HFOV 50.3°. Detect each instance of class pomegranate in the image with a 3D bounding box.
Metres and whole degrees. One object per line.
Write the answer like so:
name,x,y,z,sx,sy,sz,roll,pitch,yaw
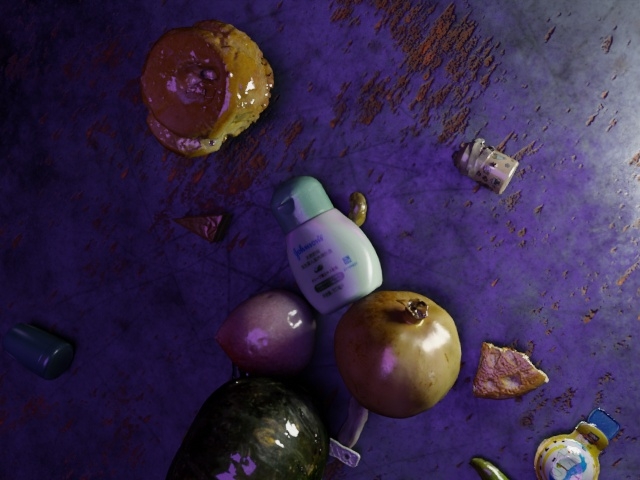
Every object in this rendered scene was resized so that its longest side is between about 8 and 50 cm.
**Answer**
pomegranate,0.182,0.257,1.613,0.319,0.319,0.319,1,95,15

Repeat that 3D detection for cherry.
cherry,-0.128,0.243,1.730,0.206,0.239,0.239,16,100,38

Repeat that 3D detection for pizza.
pizza,0.442,0.317,1.675,0.182,0.062,0.161,-31,93,21

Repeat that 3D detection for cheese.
cheese,0.615,0.515,1.640,0.156,0.064,0.250,39,91,8
cheese,-0.012,0.523,1.811,0.255,0.050,0.127,23,100,17

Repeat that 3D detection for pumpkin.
pumpkin,-0.167,0.532,1.608,0.344,0.454,0.454,28,102,6

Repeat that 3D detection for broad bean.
broad bean,0.497,0.674,1.686,0.339,0.061,0.077,43,97,7

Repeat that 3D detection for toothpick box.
toothpick box,-0.832,0.320,1.995,0.184,0.120,0.120,23,101,15

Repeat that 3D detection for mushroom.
mushroom,0.097,0.458,1.787,0.059,0.054,0.202,27,107,32

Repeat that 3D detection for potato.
potato,0.095,-0.079,1.739,0.046,0.045,0.092,8,97,54

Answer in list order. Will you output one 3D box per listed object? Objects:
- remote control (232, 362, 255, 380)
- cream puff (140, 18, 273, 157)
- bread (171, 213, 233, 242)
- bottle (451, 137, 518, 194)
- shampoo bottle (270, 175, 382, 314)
remote control,-0.203,0.345,1.848,0.090,0.066,0.266,-4,94,12
cream puff,-0.281,-0.379,1.719,0.327,0.231,0.343,12,101,16
bread,-0.321,-0.062,1.842,0.139,0.074,0.084,28,102,13
bottle,0.385,-0.184,1.626,0.152,0.099,0.099,33,103,14
shampoo bottle,0.000,0.000,1.717,0.222,0.151,0.349,-31,86,29
